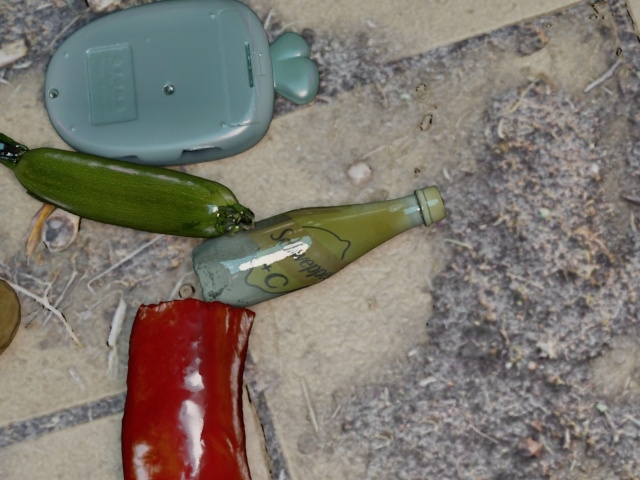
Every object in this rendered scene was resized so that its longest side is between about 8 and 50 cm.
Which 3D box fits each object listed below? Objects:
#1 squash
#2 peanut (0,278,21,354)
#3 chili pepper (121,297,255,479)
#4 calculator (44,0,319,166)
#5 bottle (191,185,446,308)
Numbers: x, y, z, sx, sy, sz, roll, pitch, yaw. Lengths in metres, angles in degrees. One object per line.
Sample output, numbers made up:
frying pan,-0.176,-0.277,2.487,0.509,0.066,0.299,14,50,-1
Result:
squash,-0.202,-0.051,1.930,0.318,0.080,0.071,15,47,19
peanut,-0.414,0.112,1.910,0.226,0.095,0.108,-36,62,-1
chili pepper,-0.135,0.232,1.846,0.134,0.131,0.338,-3,79,13
calculator,-0.151,-0.173,1.979,0.298,0.041,0.186,-6,77,4
bottle,0.000,0.000,1.910,0.269,0.083,0.083,-20,77,0
